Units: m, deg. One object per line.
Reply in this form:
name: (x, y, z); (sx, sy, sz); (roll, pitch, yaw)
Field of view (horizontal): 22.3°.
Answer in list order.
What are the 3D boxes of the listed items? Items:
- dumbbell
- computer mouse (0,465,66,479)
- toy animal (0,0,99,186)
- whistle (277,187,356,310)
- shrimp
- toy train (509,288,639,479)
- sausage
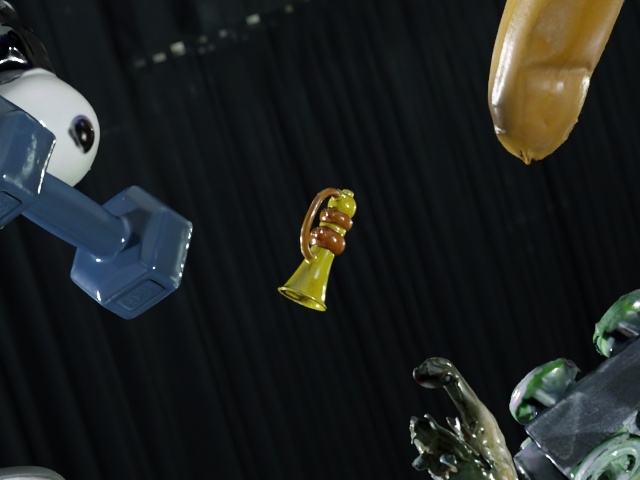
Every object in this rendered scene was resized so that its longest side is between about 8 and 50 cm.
dumbbell: (-0.293, -0.035, 1.842); (0.143, 0.156, 0.316); (-5, 153, 38)
computer mouse: (-0.523, 0.440, 2.502); (0.297, 0.184, 0.121); (1, 171, -37)
toy animal: (-0.424, -0.164, 2.137); (0.212, 0.267, 0.212); (-35, 167, -9)
whistle: (-0.004, 0.001, 1.424); (0.057, 0.109, 0.046); (24, 170, -30)
shrimp: (0.185, 0.259, 2.165); (0.085, 0.247, 0.360); (-24, 156, 17)
toy train: (0.373, 0.214, 1.951); (0.307, 0.249, 0.173); (-38, -128, -4)
sausage: (0.271, -0.255, 1.836); (0.134, 0.354, 0.116); (-3, -147, -38)
